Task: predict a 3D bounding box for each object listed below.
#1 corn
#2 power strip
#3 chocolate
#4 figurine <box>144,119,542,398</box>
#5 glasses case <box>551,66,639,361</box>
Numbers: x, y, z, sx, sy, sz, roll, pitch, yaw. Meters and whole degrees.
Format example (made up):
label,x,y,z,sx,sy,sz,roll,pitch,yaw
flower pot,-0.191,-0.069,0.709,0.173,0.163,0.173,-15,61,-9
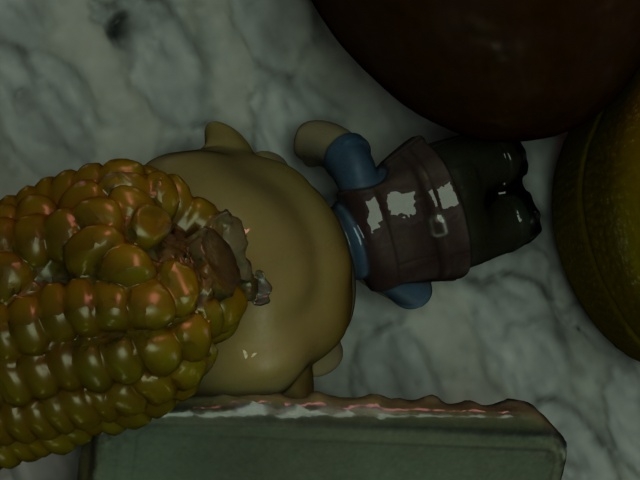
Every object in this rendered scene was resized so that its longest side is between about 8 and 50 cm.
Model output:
label,x,y,z,sx,sy,sz,roll,pitch,yaw
corn,-0.174,0.056,0.731,0.313,0.102,0.102,-20,91,15
power strip,-0.012,0.153,0.814,0.198,0.064,0.213,4,108,-14
chocolate,0.072,-0.123,0.814,0.176,0.177,0.177,1,87,-12
figurine,0.000,0.000,0.825,0.196,0.108,0.114,-25,115,-27
glasses case,0.281,-0.073,0.857,0.371,0.141,0.173,-22,91,-13
